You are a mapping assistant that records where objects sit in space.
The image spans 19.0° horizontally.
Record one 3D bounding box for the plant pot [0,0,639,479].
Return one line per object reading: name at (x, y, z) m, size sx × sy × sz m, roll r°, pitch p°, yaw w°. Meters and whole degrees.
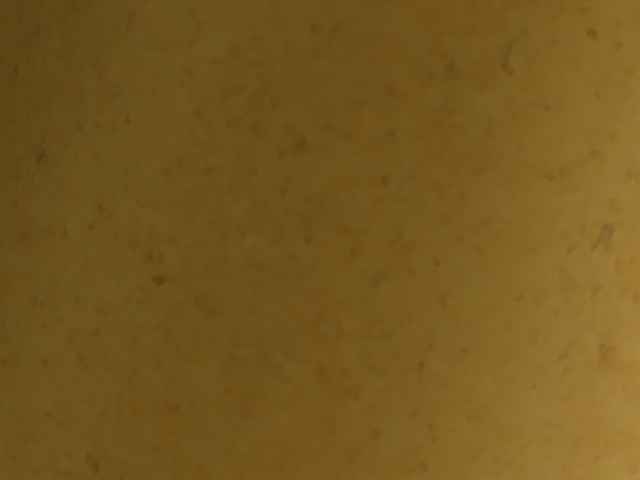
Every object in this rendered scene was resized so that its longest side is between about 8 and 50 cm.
plant pot at (0.005, 0.008, 0.545) m, size 0.334 × 0.305 × 0.334 m, roll 17°, pitch 19°, yaw -6°
